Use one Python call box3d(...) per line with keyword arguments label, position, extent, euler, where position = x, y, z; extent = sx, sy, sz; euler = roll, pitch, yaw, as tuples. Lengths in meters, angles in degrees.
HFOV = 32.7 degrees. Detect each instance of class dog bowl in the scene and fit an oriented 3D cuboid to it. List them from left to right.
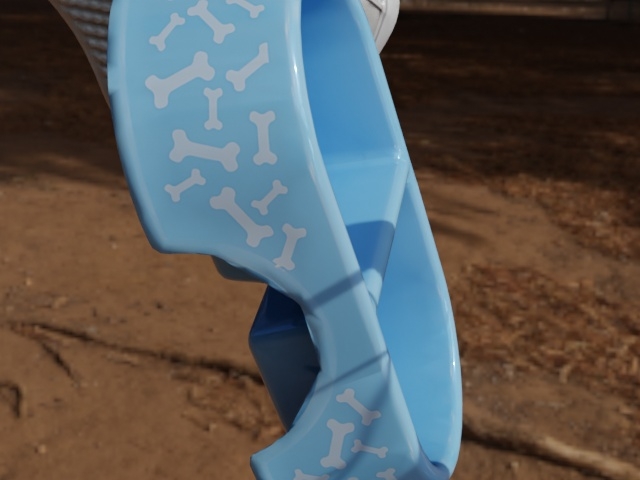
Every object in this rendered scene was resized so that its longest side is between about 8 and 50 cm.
box3d(label="dog bowl", position=(0.000, 0.000, 0.505), extent=(0.074, 0.297, 0.166), euler=(-10, 30, 19))

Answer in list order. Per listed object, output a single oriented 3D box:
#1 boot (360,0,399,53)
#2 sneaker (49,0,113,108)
box3d(label="boot", position=(-0.026, -0.140, 1.013), extent=(0.123, 0.258, 0.095), euler=(-14, 47, -40))
box3d(label="sneaker", position=(-0.088, -0.163, 0.706), extent=(0.102, 0.282, 0.161), euler=(-21, 20, 32))
